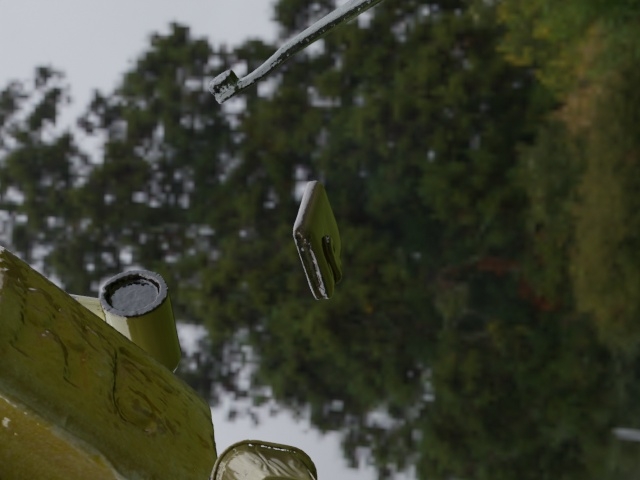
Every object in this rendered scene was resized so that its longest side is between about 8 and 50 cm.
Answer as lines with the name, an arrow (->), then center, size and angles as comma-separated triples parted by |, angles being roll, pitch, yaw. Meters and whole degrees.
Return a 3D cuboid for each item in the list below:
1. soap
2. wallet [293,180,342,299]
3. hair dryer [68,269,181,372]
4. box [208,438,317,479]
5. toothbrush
soap -> -0.278, 0.194, 1.594 | 0.335, 0.156, 0.293 | 41, -169, -19
wallet -> 0.000, 0.000, 1.909 | 0.152, 0.039, 0.118 | -80, -25, -61
hair dryer -> -0.321, 0.102, 1.933 | 0.090, 0.279, 0.135 | -64, -24, -44
box -> -0.056, 0.274, 1.343 | 0.111, 0.111, 0.177 | 25, -105, -73
toothbrush -> -0.020, -0.232, 1.686 | 0.030, 0.297, 0.030 | 49, -143, -19
